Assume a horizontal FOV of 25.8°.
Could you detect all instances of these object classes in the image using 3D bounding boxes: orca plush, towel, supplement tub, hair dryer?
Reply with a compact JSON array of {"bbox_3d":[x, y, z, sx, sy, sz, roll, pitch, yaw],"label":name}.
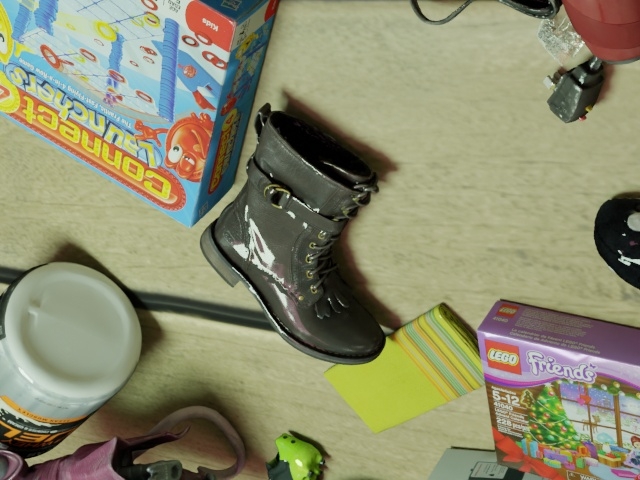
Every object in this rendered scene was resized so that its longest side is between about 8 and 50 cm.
[{"bbox_3d":[0.362,0.071,1.250,0.287,0.102,0.151,41,140,-1],"label":"orca plush"},{"bbox_3d":[0.100,0.149,1.591,0.102,0.021,0.237,50,140,-4],"label":"towel"},{"bbox_3d":[-0.379,0.172,1.843,0.193,0.193,0.316,44,141,-5],"label":"supplement tub"},{"bbox_3d":[0.172,-0.215,1.121,0.223,0.080,0.293,35,150,3],"label":"hair dryer"}]

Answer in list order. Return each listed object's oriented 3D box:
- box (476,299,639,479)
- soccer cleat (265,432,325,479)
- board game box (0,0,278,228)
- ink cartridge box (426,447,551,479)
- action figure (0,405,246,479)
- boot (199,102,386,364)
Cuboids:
[{"bbox_3d":[0.311,0.179,1.424,0.293,0.057,0.201,11,132,30],"label":"box"},{"bbox_3d":[-0.040,0.322,1.833,0.072,0.060,0.179,33,134,23],"label":"soccer cleat"},{"bbox_3d":[-0.215,-0.206,1.451,0.308,0.086,0.302,30,139,11],"label":"board game box"},{"bbox_3d":[0.235,0.325,1.593,0.208,0.087,0.153,-2,124,40],"label":"ink cartridge box"},{"bbox_3d":[-0.324,0.315,1.815,0.370,0.276,0.248,-12,117,27],"label":"action figure"},{"bbox_3d":[0.000,0.000,1.478,0.263,0.091,0.229,37,136,-2],"label":"boot"}]
